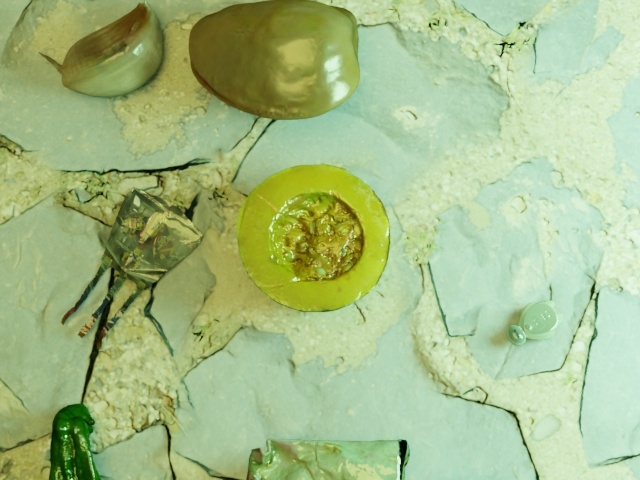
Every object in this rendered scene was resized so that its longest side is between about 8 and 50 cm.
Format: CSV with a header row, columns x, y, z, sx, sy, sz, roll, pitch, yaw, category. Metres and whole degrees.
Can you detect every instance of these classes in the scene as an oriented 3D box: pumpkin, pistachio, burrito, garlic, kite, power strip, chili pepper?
x,y,z,sx,sy,sz,roll,pitch,yaw,category
-0.006,0.009,1.688,0.217,0.110,0.217,-1,70,2,pumpkin
-0.068,-0.258,1.711,0.260,0.163,0.213,0,47,13,pistachio
0.006,0.340,1.631,0.228,0.089,0.144,2,66,10,burrito
-0.331,-0.279,1.811,0.198,0.090,0.129,-26,62,12,garlic
-0.290,0.043,1.772,0.141,0.015,0.245,34,87,16,kite
0.295,0.118,1.648,0.083,0.035,0.055,-31,76,-10,power strip
-0.340,0.359,1.695,0.100,0.074,0.257,-18,77,7,chili pepper
